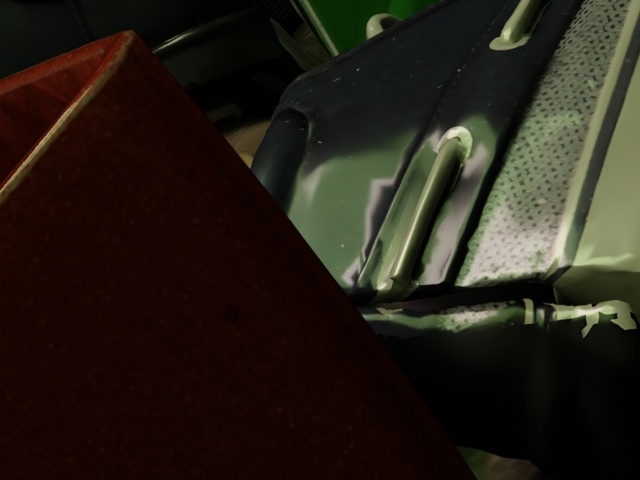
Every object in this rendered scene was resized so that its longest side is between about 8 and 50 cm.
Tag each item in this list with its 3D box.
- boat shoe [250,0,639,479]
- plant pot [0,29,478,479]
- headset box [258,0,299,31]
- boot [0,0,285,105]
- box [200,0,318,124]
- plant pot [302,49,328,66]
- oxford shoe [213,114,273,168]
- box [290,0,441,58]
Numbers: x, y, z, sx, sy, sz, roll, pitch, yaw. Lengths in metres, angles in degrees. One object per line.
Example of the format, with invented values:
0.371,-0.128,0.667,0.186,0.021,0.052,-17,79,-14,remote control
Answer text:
0.083,-0.073,0.637,0.158,0.127,0.341,3,45,28,boat shoe
-0.076,0.138,0.455,0.267,0.235,0.267,-52,16,-14,plant pot
-0.056,-0.269,1.505,0.246,0.131,0.283,-51,16,-11,headset box
-0.141,-0.140,0.917,0.246,0.207,0.094,-23,-2,41,boot
-0.142,-0.045,1.092,0.270,0.143,0.165,-45,-18,10,box
-0.047,-0.109,1.214,0.083,0.079,0.083,-42,17,16,plant pot
0.000,0.000,0.849,0.132,0.130,0.363,-17,9,-6,oxford shoe
0.087,-0.201,0.914,0.262,0.127,0.231,-31,18,3,box
